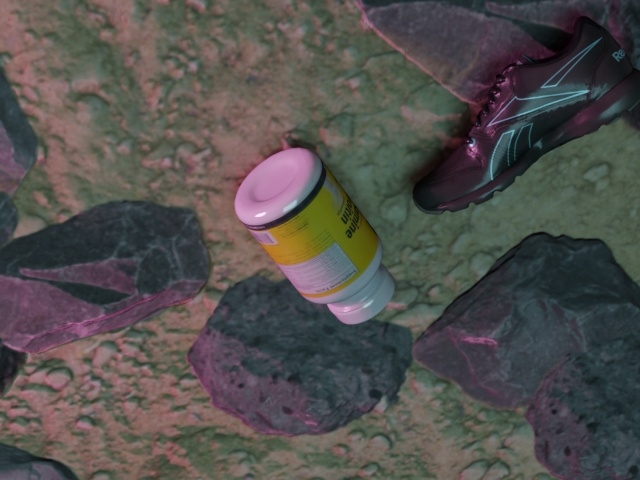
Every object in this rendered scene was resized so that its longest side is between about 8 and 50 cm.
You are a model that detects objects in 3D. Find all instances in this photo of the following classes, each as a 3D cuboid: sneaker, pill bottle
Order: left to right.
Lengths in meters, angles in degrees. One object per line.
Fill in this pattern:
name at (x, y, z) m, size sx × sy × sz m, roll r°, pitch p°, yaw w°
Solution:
pill bottle at (0.000, 0.000, 1.484) m, size 0.103 × 0.103 × 0.184 m, roll -34°, pitch 123°, yaw 7°
sneaker at (0.200, -0.125, 1.482) m, size 0.267 × 0.101 × 0.106 m, roll -33°, pitch 100°, yaw 8°
